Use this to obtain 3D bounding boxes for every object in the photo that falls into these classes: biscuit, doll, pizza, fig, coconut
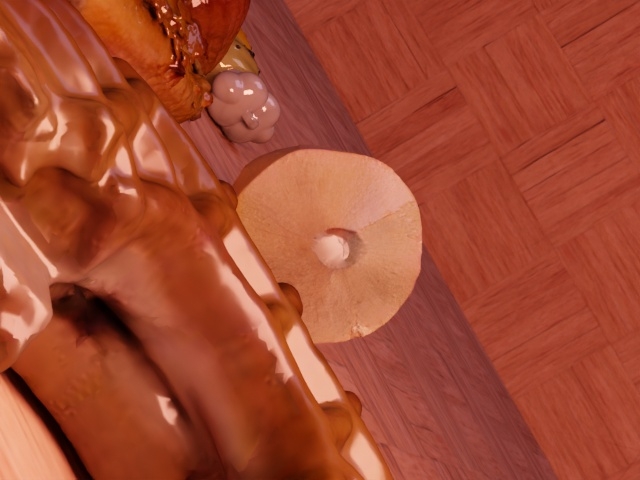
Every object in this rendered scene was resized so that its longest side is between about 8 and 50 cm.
[{"bbox_3d":[-0.059,0.066,0.672,0.366,0.115,0.268,60,8,0],"label":"biscuit"},{"bbox_3d":[-0.085,-0.156,1.651,0.106,0.062,0.162,47,15,-42],"label":"doll"},{"bbox_3d":[-0.132,-0.161,1.246,0.161,0.086,0.305,59,6,4],"label":"pizza"},{"bbox_3d":[-0.101,-0.187,1.442,0.153,0.119,0.119,54,8,-29],"label":"fig"},{"bbox_3d":[0.000,0.000,1.253,0.147,0.147,0.152,58,-2,-11],"label":"coconut"}]
